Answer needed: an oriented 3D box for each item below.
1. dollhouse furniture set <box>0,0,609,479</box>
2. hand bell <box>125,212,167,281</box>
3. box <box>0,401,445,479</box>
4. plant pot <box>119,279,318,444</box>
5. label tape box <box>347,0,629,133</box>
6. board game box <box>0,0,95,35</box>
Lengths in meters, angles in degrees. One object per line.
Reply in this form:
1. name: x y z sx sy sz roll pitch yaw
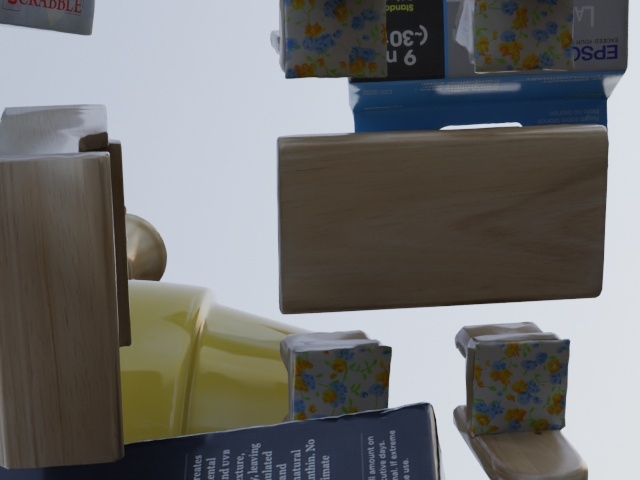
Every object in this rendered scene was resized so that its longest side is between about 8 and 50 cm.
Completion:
1. dollhouse furniture set: 0.000 0.000 0.886 0.394 0.256 0.362 -3 -76 -8
2. hand bell: -0.304 0.050 1.938 0.126 0.126 0.242 -53 0 18
3. box: -0.052 0.275 0.879 0.293 0.183 0.296 -8 -47 7
4. plant pot: -0.069 0.170 1.255 0.238 0.254 0.254 5 -37 4
5. label tape box: 0.145 -0.214 1.259 0.249 0.115 0.348 -2 -75 2
6. board game box: -0.411 -0.231 1.206 0.318 0.317 0.066 -7 -75 -65
